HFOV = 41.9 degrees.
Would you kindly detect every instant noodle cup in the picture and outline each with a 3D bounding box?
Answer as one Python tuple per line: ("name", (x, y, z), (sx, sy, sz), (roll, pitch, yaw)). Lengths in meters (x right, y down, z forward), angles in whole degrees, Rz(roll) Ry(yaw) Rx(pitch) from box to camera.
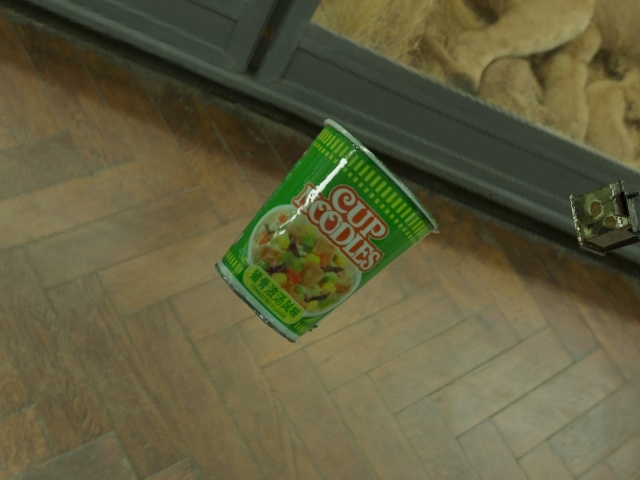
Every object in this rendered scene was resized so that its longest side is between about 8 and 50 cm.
("instant noodle cup", (0.000, 0.000, 1.060), (0.207, 0.207, 0.232), (44, 91, 4))

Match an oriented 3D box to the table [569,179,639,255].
("table", (0.421, -0.034, 1.213), (0.070, 0.082, 0.083), (16, 62, -42))
